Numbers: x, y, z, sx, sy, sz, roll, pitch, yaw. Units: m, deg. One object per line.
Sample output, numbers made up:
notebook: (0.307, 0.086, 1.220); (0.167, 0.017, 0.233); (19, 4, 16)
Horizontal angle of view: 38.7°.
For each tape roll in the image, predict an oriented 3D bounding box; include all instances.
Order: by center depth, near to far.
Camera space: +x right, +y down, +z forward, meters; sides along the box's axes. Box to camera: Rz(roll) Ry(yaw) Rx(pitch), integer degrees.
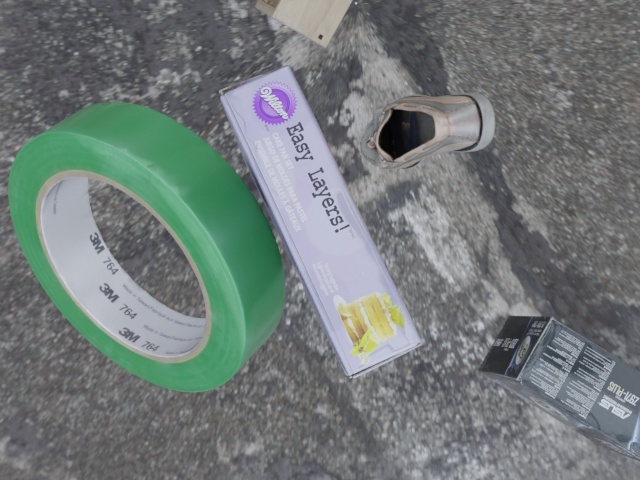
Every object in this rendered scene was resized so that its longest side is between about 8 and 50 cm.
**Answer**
tape roll: (-0.189, 0.013, 0.973); (0.321, 0.077, 0.321); (21, 132, 25)

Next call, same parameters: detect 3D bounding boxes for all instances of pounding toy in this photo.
pounding toy: (0.004, -0.297, 1.047); (0.100, 0.141, 0.130); (26, 102, -22)

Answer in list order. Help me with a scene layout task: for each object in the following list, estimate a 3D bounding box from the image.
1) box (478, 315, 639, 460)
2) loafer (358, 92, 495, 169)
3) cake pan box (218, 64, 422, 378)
box: (0.282, 0.159, 0.989); (0.180, 0.147, 0.078); (32, 83, -3)
loafer: (0.052, -0.066, 0.550); (0.039, 0.125, 0.045); (-10, 93, -28)
cake pan box: (0.000, 0.000, 0.813); (0.070, 0.267, 0.246); (-23, 81, -2)
